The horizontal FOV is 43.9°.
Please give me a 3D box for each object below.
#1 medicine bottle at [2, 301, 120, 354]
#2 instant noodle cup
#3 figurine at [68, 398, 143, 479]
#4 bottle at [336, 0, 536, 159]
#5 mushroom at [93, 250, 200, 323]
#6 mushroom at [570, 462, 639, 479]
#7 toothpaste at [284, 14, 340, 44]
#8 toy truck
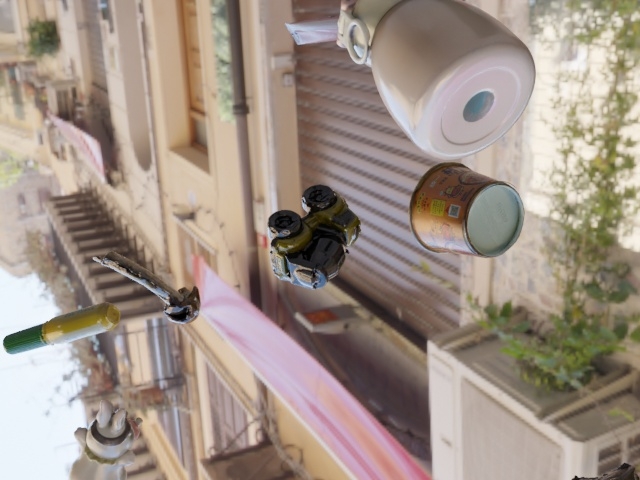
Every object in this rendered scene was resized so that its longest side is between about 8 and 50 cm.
[{"bbox_3d":[-0.571,0.195,1.737,0.261,0.064,0.095,-16,-179,9],"label":"medicine bottle"},{"bbox_3d":[0.326,-0.057,1.735,0.216,0.215,0.172,-12,-163,-27],"label":"instant noodle cup"},{"bbox_3d":[-0.272,0.250,1.010,0.081,0.146,0.098,17,-164,-12],"label":"figurine"},{"bbox_3d":[0.111,-0.211,0.869,0.148,0.147,0.236,-11,-133,-25],"label":"bottle"},{"bbox_3d":[-0.268,0.066,1.249,0.187,0.060,0.061,37,-142,-12],"label":"mushroom"},{"bbox_3d":[0.370,0.373,0.988,0.188,0.141,0.117,-27,179,27],"label":"mushroom"},{"bbox_3d":[0.041,-0.364,1.353,0.195,0.042,0.067,-3,161,19],"label":"toothpaste"},{"bbox_3d":[0.000,0.000,1.639,0.165,0.147,0.224,26,-130,29],"label":"toy truck"}]
